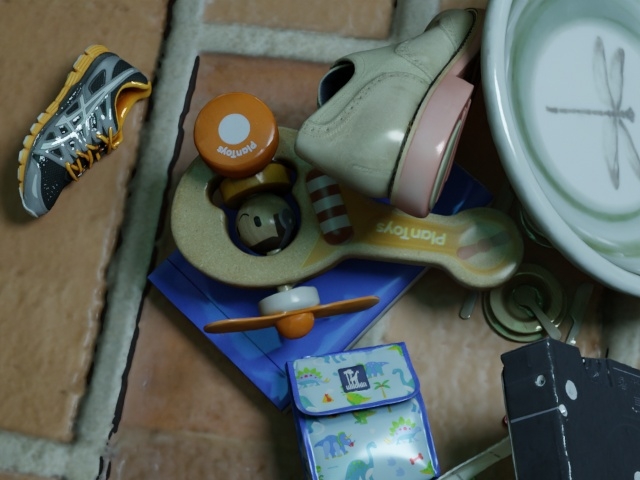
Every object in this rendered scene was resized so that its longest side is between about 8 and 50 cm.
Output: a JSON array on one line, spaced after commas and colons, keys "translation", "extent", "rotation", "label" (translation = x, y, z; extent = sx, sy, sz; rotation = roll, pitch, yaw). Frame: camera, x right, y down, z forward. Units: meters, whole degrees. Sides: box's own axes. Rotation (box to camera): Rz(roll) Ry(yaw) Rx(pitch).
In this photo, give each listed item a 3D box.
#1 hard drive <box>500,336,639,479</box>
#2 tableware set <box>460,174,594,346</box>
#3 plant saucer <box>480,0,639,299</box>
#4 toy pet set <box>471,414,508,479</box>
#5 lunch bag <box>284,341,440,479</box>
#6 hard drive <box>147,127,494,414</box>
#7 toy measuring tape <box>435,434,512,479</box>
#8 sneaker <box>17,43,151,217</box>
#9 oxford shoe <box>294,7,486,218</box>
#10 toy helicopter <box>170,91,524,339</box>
[{"translation": [0.269, 0.273, 1.097], "extent": [0.064, 0.237, 0.338], "rotation": [-27, 58, 37], "label": "hard drive"}, {"translation": [0.233, 0.012, 1.296], "extent": [0.128, 0.039, 0.194], "rotation": [17, 75, 12], "label": "tableware set"}, {"translation": [0.295, -0.131, 1.240], "extent": [0.401, 0.100, 0.400], "rotation": [8, 75, -32], "label": "plant saucer"}, {"translation": [0.200, 0.241, 1.213], "extent": [0.114, 0.065, 0.122], "rotation": [31, 79, 16], "label": "toy pet set"}, {"translation": [0.039, 0.181, 1.233], "extent": [0.129, 0.096, 0.151], "rotation": [-8, 69, -8], "label": "lunch bag"}, {"translation": [0.000, 0.000, 1.329], "extent": [0.319, 0.040, 0.210], "rotation": [-45, 72, -8], "label": "hard drive"}, {"translation": [0.091, 0.292, 1.161], "extent": [0.330, 0.121, 0.121], "rotation": [-33, 70, 14], "label": "toy measuring tape"}, {"translation": [-0.266, -0.118, 1.382], "extent": [0.083, 0.084, 0.214], "rotation": [24, 76, 9], "label": "sneaker"}, {"translation": [0.080, -0.159, 1.215], "extent": [0.147, 0.397, 0.140], "rotation": [17, 116, 6], "label": "oxford shoe"}, {"translation": [0.022, 0.002, 1.235], "extent": [0.355, 0.140, 0.234], "rotation": [10, 75, 7], "label": "toy helicopter"}]
